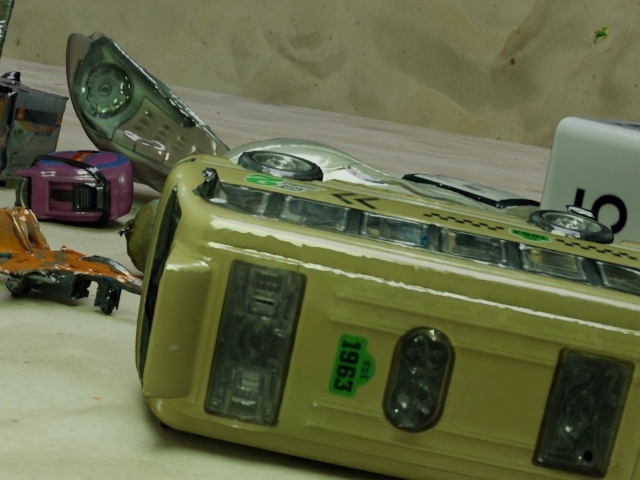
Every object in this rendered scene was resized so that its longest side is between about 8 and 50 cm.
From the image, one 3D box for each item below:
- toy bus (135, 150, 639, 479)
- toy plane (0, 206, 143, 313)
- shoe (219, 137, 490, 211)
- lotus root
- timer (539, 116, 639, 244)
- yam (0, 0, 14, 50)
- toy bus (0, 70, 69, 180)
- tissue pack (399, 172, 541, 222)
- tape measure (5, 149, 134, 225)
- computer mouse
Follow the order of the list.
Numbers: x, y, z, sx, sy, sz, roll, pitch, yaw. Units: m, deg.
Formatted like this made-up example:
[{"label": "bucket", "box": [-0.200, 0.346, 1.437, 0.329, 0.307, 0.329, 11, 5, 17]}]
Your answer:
[{"label": "toy bus", "box": [0.058, 0.059, 1.004, 0.365, 0.177, 0.202, 11, 16, 1]}, {"label": "toy plane", "box": [-0.208, 0.030, 1.275, 0.188, 0.062, 0.135, 27, 14, 16]}, {"label": "shoe", "box": [0.053, -0.006, 1.471, 0.342, 0.132, 0.210, 14, 8, -18]}, {"label": "lotus root", "box": [-0.105, 0.010, 1.414, 0.165, 0.088, 0.088, 19, 9, -5]}, {"label": "timer", "box": [0.384, -0.032, 1.790, 0.195, 0.194, 0.192, 18, 13, 36]}, {"label": "yam", "box": [-0.468, -0.138, 1.464, 0.348, 0.241, 0.241, 2, 12, -18]}, {"label": "toy bus", "box": [-0.461, -0.157, 1.867, 0.317, 0.138, 0.112, 15, 6, 33]}, {"label": "tissue pack", "box": [0.178, -0.025, 1.859, 0.103, 0.090, 0.170, 0, 16, -44]}, {"label": "tape measure", "box": [-0.266, -0.058, 1.655, 0.125, 0.074, 0.118, 6, 15, 8]}, {"label": "computer mouse", "box": [-0.178, -0.103, 1.808, 0.389, 0.115, 0.199, 44, 5, 17]}]
